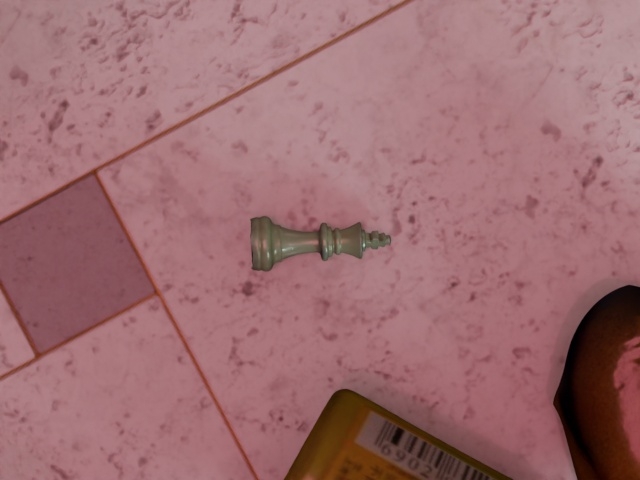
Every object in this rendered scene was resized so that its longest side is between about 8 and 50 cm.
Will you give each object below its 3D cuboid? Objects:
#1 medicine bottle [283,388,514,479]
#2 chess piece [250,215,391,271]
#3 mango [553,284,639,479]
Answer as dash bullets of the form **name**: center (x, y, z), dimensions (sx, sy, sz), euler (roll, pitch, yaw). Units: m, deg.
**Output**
- **medicine bottle**: center (0.132, 0.329, 1.670), dimensions (0.384, 0.224, 0.224), euler (28, 93, 3)
- **chess piece**: center (0.000, 0.000, 1.762), dimensions (0.149, 0.059, 0.059), euler (-3, 90, 0)
- **mango**: center (0.341, 0.185, 1.690), dimensions (0.201, 0.152, 0.287), euler (-10, 88, 13)
